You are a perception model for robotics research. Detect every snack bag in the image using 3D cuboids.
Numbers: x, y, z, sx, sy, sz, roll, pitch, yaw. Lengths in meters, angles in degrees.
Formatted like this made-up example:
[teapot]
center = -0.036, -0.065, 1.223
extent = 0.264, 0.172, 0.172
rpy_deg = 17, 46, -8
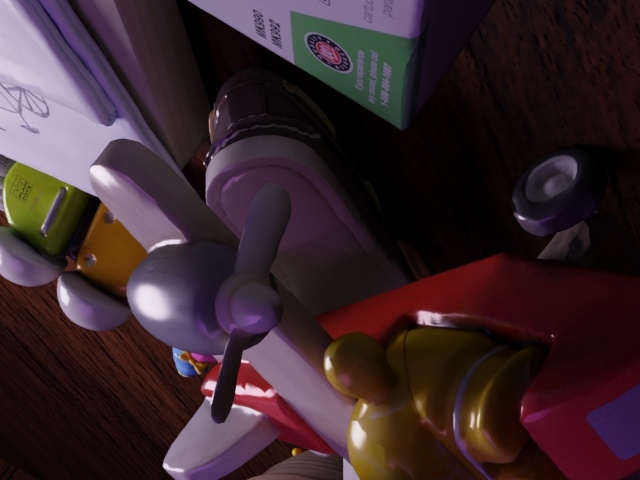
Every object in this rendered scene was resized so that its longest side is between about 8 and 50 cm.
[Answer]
[snack bag]
center = -0.252, -0.133, 1.118
extent = 0.323, 0.037, 0.342
rpy_deg = 22, 156, 37

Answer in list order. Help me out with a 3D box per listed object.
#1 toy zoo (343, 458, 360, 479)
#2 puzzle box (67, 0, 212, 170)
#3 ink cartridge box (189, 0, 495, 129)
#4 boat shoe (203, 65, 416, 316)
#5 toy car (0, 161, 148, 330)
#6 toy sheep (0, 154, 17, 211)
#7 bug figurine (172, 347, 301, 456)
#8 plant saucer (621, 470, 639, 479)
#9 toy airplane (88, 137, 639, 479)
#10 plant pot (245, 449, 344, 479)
[toy zoo]
center = 0.111, 0.196, 1.255
extent = 0.293, 0.030, 0.192
rpy_deg = 30, 124, 37
[puzzle box]
center = -0.270, -0.227, 1.067
extent = 0.409, 0.052, 0.272
rpy_deg = 31, 161, 20
[ink cartridge box]
center = -0.046, -0.205, 0.677
extent = 0.289, 0.121, 0.211
rpy_deg = 32, 164, 11
[boat shoe]
center = 0.000, 0.000, 1.098
extent = 0.117, 0.096, 0.324
rpy_deg = -16, 143, 13
[toy car]
center = -0.205, -0.018, 1.354
extent = 0.182, 0.159, 0.136
rpy_deg = 30, -165, 14
[toy sheep]
center = -0.296, -0.073, 1.416
extent = 0.091, 0.091, 0.132
rpy_deg = 32, 159, 10
[bug figurine]
center = -0.067, 0.149, 1.557
extent = 0.279, 0.072, 0.216
rpy_deg = 31, 159, 15
[plant saucer]
center = 0.246, 0.284, 1.200
extent = 0.311, 0.050, 0.310
rpy_deg = 17, 115, 43
[toy airplane]
center = 0.030, 0.121, 0.919
extent = 0.386, 0.272, 0.384
rpy_deg = 18, 141, 6
[plant pot]
center = 0.029, 0.284, 1.497
extent = 0.237, 0.109, 0.237
rpy_deg = 17, 146, 12
